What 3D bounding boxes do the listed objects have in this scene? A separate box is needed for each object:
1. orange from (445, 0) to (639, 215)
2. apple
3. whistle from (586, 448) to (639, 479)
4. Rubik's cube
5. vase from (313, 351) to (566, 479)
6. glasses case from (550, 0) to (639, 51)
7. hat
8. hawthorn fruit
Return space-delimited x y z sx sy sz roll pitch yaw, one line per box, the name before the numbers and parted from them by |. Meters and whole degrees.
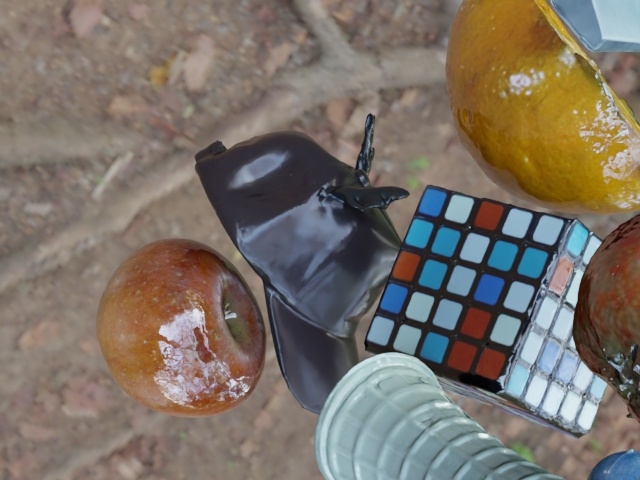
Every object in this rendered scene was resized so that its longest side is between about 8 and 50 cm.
orange | 0.262 -0.156 1.727 0.274 0.310 0.274 -24 124 -41
apple | -0.156 0.099 1.775 0.162 0.201 0.201 -19 147 24
whistle | 0.264 0.240 1.423 0.158 0.090 0.090 -55 143 -25
Rubik's cube | 0.185 0.071 1.621 0.184 0.182 0.187 33 77 -48
vase | 0.131 0.210 1.381 0.143 0.299 0.143 -12 112 -30
glasses case | 0.379 -0.294 2.120 0.266 0.056 0.105 -11 86 -59
hat | 0.031 0.010 1.766 0.209 0.336 0.238 -25 -177 14
hawthorn fruit | 0.300 0.035 1.229 0.235 0.181 0.181 -48 140 -24
